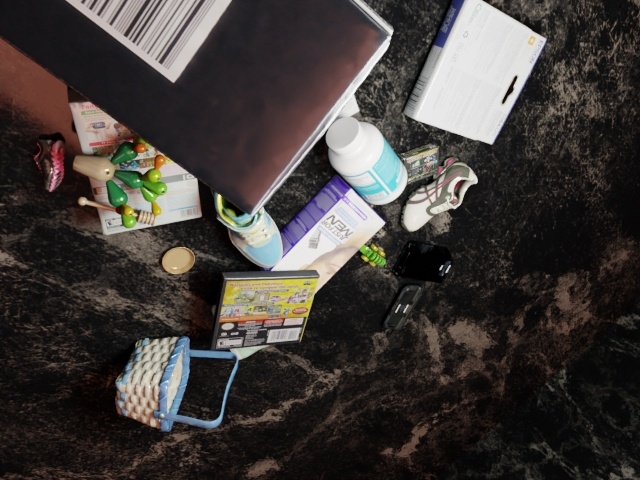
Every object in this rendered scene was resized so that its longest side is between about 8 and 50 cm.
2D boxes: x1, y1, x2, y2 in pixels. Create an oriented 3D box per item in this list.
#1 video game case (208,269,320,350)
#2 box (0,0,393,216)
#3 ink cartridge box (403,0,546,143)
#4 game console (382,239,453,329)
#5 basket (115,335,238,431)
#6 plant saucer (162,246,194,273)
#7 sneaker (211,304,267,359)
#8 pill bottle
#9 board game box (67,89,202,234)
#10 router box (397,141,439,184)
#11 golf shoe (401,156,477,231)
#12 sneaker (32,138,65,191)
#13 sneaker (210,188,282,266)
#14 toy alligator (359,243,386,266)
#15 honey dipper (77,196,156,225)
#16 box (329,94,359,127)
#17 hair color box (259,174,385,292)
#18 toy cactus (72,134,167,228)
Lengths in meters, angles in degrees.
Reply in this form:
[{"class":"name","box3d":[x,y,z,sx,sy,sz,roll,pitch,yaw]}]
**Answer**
[{"class":"video game case","box3d":[-0.156,0.193,1.350,0.275,0.035,0.248,1,122,-27]},{"class":"box","box3d":[-0.201,-0.335,0.734,0.480,0.471,0.297,36,102,-15]},{"class":"ink cartridge box","box3d":[0.427,-0.456,1.339,0.330,0.071,0.323,7,116,-35]},{"class":"game console","box3d":[0.316,0.170,1.711,0.213,0.044,0.361,12,114,-31]},{"class":"basket","box3d":[-0.390,0.389,1.338,0.289,0.254,0.200,5,118,3]},{"class":"plant saucer","box3d":[-0.377,0.050,1.284,0.084,0.015,0.083,-14,127,-19]},{"class":"sneaker","box3d":[-0.224,0.250,1.444,0.151,0.094,0.255,-23,138,-5]},{"class":"pill bottle","box3d":[0.116,-0.209,1.255,0.146,0.146,0.264,-45,143,5]},{"class":"board game box","box3d":[-0.399,-0.181,1.069,0.224,0.097,0.303,-13,127,-21]},{"class":"router box","box3d":[0.291,-0.228,1.436,0.123,0.038,0.092,-21,129,-15]},{"class":"golf shoe","box3d":[0.357,-0.127,1.487,0.105,0.120,0.272,26,107,-39]},{"class":"sneaker","box3d":[-0.580,-0.162,1.028,0.057,0.047,0.119,15,114,-10]},{"class":"sneaker","box3d":[-0.174,-0.035,1.174,0.127,0.208,0.318,-30,116,-4]},{"class":"toy alligator","box3d":[0.157,0.041,1.534,0.190,0.051,0.056,34,101,-39]},{"class":"honey dipper","box3d":[-0.439,-0.064,1.048,0.161,0.030,0.030,15,113,-31]},{"class":"box","box3d":[0.008,-0.353,1.182,0.126,0.072,0.137,-31,130,-6]},{"class":"hair color box","box3d":[0.000,0.000,1.391,0.339,0.110,0.185,-45,130,8]},{"class":"toy cactus","box3d":[-0.400,-0.139,0.986,0.181,0.112,0.218,16,117,-15]}]
